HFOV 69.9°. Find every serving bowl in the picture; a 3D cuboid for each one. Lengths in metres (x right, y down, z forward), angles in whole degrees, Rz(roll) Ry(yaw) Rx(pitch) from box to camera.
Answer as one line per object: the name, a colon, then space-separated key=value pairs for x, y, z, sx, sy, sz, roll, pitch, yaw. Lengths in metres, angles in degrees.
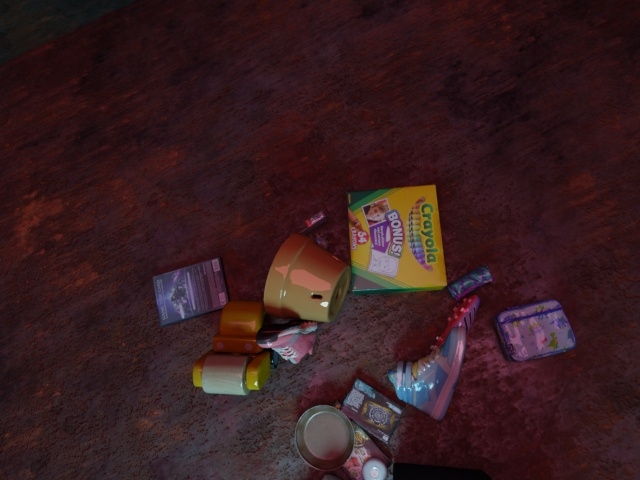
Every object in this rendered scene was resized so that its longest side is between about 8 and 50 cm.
serving bowl: x=0.170 y=0.726 z=1.435 sx=0.083 sy=0.027 sz=0.083 roll=-2 pitch=74 yaw=7

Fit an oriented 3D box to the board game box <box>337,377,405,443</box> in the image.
board game box: x=0.167 y=0.555 z=1.498 sx=0.186 sy=0.026 sz=0.126 roll=30 pitch=70 yaw=12

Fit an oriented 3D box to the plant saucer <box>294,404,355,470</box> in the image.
plant saucer: x=0.016 y=0.632 z=1.477 sx=0.198 sy=0.036 sz=0.199 roll=-2 pitch=79 yaw=12

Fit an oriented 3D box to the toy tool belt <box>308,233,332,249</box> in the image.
toy tool belt: x=0.000 y=0.000 z=1.686 sx=0.083 sy=0.052 sz=0.051 roll=31 pitch=50 yaw=12

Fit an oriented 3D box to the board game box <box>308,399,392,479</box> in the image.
board game box: x=0.095 y=0.667 z=1.493 sx=0.136 sy=0.030 sz=0.260 roll=-43 pitch=73 yaw=-2

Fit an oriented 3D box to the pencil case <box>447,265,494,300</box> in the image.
pencil case: x=0.509 y=0.145 z=1.553 sx=0.151 sy=0.064 sz=0.070 roll=-30 pitch=30 yaw=1

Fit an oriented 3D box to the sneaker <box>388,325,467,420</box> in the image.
sneaker: x=0.329 y=0.393 z=1.440 sx=0.208 sy=0.127 sz=0.319 roll=18 pitch=103 yaw=16

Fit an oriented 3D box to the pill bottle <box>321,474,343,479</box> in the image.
pill bottle: x=-0.003 y=0.892 z=1.367 sx=0.176 sy=0.176 sz=0.318 roll=32 pitch=81 yaw=15

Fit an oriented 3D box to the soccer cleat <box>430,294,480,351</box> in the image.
soccer cleat: x=0.464 y=0.295 z=1.519 sx=0.095 sy=0.083 sz=0.248 roll=37 pitch=83 yaw=1

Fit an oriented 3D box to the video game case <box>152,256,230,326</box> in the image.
video game case: x=-0.484 y=0.191 z=1.714 sx=0.274 sy=0.026 sz=0.196 roll=-17 pitch=73 yaw=5

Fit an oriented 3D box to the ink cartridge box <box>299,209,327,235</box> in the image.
ink cartridge box: x=-0.031 y=-0.062 z=1.694 sx=0.115 sy=0.063 sz=0.029 roll=-33 pitch=74 yaw=-1

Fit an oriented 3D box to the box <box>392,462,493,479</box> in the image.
box: x=0.329 y=0.874 z=1.164 sx=0.297 sy=0.480 sz=0.472 roll=0 pitch=75 yaw=7

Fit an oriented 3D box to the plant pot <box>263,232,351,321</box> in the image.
plant pot: x=-0.028 y=0.143 z=1.510 sx=0.203 sy=0.291 sz=0.291 roll=19 pitch=78 yaw=18

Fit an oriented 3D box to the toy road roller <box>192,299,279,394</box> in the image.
toy road roller: x=-0.264 y=0.331 z=1.487 sx=0.202 sy=0.329 sz=0.241 roll=0 pitch=97 yaw=9

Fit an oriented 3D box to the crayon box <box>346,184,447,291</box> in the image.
crayon box: x=0.261 y=-0.002 z=1.611 sx=0.313 sy=0.106 sz=0.363 roll=-5 pitch=74 yaw=7

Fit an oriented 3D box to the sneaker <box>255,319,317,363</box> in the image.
sneaker: x=-0.092 y=0.333 z=1.475 sx=0.116 sy=0.314 sz=0.136 roll=-6 pitch=84 yaw=27

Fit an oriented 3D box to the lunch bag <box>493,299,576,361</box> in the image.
lunch bag: x=0.684 y=0.290 z=1.478 sx=0.219 sy=0.090 sz=0.176 roll=-13 pitch=70 yaw=4
